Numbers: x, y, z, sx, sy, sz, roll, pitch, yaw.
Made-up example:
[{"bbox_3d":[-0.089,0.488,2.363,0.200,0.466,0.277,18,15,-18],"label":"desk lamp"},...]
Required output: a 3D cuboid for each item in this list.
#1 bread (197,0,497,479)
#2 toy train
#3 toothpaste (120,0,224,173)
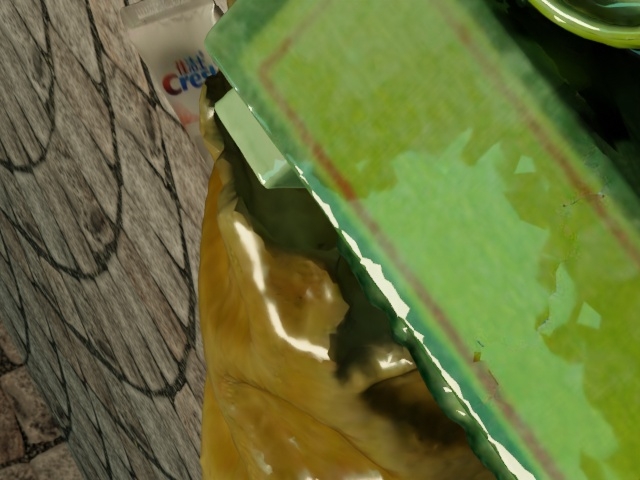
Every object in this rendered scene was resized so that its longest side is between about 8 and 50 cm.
[{"bbox_3d":[0.046,0.019,0.675,0.196,0.239,0.252,52,150,32],"label":"bread"},{"bbox_3d":[0.107,-0.020,0.439,0.188,0.159,0.271,-43,73,29],"label":"toy train"},{"bbox_3d":[0.000,0.000,0.933,0.323,0.066,0.100,56,153,-17],"label":"toothpaste"}]
